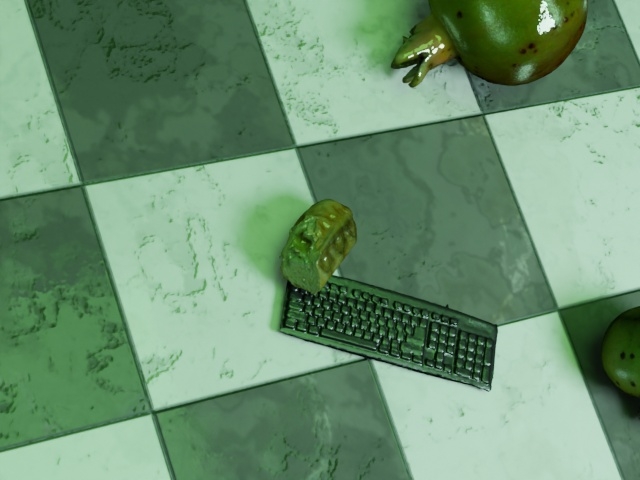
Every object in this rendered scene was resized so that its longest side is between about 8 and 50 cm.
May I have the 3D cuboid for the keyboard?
[{"bbox_3d":[0.077,0.092,1.639,0.251,0.017,0.087,17,65,-15],"label":"keyboard"}]

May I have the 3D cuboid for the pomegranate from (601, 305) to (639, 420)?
[{"bbox_3d":[0.378,0.130,1.695,0.130,0.130,0.130,8,66,-19],"label":"pomegranate"}]

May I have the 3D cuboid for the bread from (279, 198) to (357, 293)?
[{"bbox_3d":[0.000,0.000,1.613,0.066,0.060,0.110,44,45,-7],"label":"bread"}]

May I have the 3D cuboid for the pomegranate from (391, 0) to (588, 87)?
[{"bbox_3d":[0.196,-0.261,1.736,0.246,0.198,0.198,-37,86,-28],"label":"pomegranate"}]
